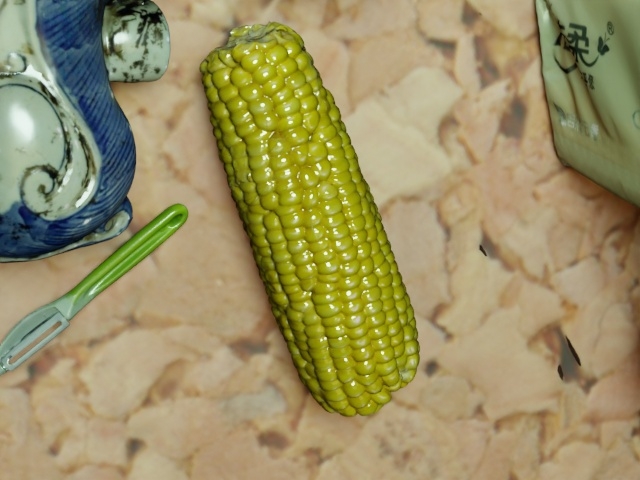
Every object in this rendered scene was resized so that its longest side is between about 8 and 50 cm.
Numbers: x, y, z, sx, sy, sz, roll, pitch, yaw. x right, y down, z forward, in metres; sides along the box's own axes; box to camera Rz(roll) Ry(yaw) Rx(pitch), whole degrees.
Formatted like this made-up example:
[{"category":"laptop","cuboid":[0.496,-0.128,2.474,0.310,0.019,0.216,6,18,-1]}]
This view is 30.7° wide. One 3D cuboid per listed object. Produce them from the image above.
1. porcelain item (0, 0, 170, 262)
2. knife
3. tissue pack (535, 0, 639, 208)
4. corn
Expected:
[{"category":"porcelain item","cuboid":[-0.165,-0.129,0.719,0.186,0.138,0.287,-7,107,-33]},{"category":"knife","cuboid":[-0.167,0.034,0.826,0.184,0.026,0.022,-39,155,-2]},{"category":"tissue pack","cuboid":[0.369,-0.110,0.724,0.332,0.405,0.205,-16,110,-11]},{"category":"corn","cuboid":[0.000,0.000,0.820,0.102,0.101,0.310,-21,114,-8]}]
